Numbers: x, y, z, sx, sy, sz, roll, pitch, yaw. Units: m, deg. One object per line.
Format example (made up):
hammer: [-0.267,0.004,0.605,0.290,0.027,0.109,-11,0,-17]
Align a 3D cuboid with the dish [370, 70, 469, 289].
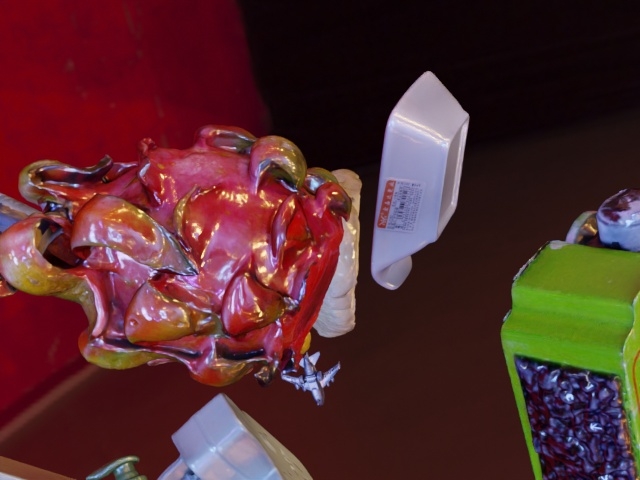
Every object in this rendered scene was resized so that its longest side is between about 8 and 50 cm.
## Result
dish: [0.113,-0.054,1.412,0.154,0.064,0.234,-52,153,-56]

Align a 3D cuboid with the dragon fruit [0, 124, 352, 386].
dragon fruit: [-0.119,0.008,1.119,0.307,0.243,0.228,2,93,-61]

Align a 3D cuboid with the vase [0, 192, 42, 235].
vase: [-0.432,-0.034,1.706,0.060,0.211,0.060,-156,-90,-87]

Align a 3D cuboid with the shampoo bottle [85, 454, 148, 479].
shampoo bottle: [-0.129,0.292,1.095,0.234,0.118,0.087,65,-24,16]

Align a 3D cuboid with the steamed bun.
steamed bun: [0.000,0.008,1.701,0.212,0.110,0.231,86,4,-83]

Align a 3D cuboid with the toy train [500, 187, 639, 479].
toy train: [0.300,0.113,1.269,0.249,0.173,0.307,-41,126,-37]

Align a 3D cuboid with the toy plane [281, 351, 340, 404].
toy plane: [-0.009,0.181,1.660,0.031,0.078,0.083,-80,157,-63]

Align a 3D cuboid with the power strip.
power strip: [-0.097,0.333,1.706,0.261,0.141,0.229,47,-1,-36]

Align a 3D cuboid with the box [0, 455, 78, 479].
box: [-0.534,0.455,1.763,0.177,0.351,0.344,46,59,-83]
